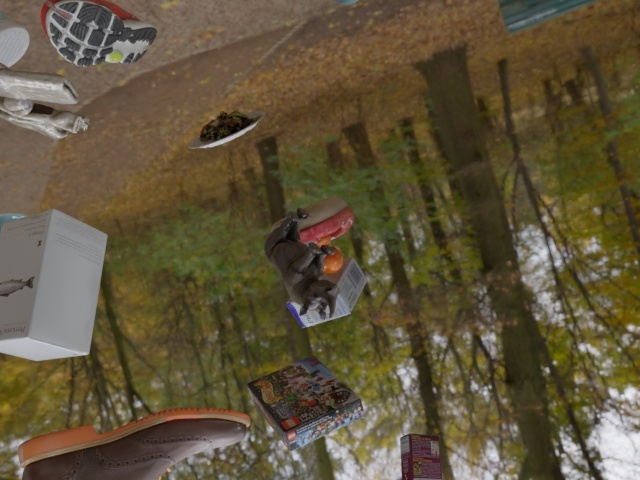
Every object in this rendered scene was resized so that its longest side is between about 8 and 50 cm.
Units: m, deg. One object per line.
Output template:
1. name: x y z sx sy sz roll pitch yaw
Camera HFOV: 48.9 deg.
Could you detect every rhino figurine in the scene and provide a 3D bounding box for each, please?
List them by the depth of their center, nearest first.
1. rhino figurine: -0.026 0.049 1.190 0.073 0.243 0.106 19 117 -39

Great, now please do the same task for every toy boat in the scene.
1. toy boat: 0.000 0.000 1.485 0.151 0.151 0.231 -22 -175 19

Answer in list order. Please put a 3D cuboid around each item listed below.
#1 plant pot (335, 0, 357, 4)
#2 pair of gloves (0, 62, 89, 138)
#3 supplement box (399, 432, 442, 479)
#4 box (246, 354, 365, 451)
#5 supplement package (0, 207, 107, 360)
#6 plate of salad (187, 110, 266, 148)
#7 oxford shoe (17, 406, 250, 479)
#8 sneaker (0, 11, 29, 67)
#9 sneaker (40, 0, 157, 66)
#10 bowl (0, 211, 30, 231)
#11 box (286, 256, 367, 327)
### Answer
1. plant pot: -0.068 -0.341 0.519 0.255 0.272 0.271 8 177 -14
2. pair of gloves: -0.413 -0.182 0.916 0.204 0.042 0.240 12 173 -11
3. supplement box: 0.159 0.353 1.118 0.055 0.083 0.043 9 154 -16
4. box: -0.035 0.315 1.394 0.159 0.044 0.233 -20 -161 -19
5. supplement package: -0.376 0.064 0.960 0.105 0.179 0.105 -11 154 27
6. plate of salad: -0.222 -0.268 1.643 0.199 0.048 0.200 -19 -159 8
7. oxford shoe: -0.285 0.357 1.132 0.363 0.133 0.130 -9 155 -15
8. sneaker: -0.795 -0.380 1.446 0.366 0.150 0.135 -40 160 -41
9. sneaker: -0.394 -0.365 1.192 0.107 0.118 0.279 -54 173 14
10. bowl: -0.688 0.110 1.586 0.163 0.312 0.311 -31 179 18
11. box: 0.015 0.114 1.547 0.137 0.072 0.126 -20 -158 33
